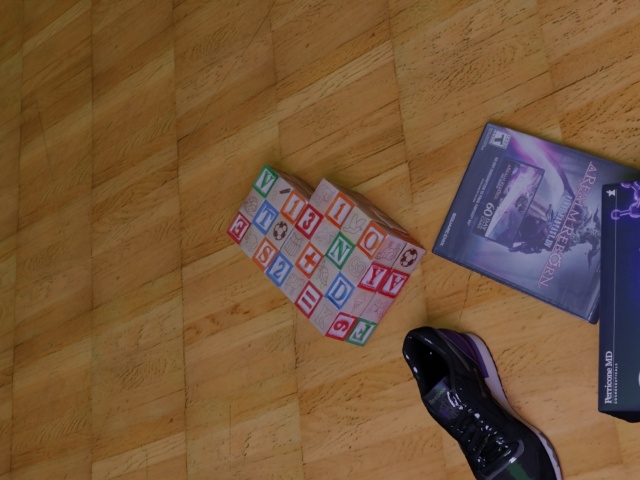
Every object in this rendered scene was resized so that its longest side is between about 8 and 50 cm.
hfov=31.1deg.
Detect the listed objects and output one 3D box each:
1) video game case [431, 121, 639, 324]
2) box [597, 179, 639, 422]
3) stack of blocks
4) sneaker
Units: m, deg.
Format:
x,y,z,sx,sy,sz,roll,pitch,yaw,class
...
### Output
x,y,z,sx,sy,sz,roll,pitch,yaw,class
0.281,-0.030,1.487,0.274,0.026,0.196,26,94,47,video game case
0.408,0.065,1.261,0.184,0.103,0.261,-8,71,38,box
0.000,0.000,1.703,0.297,0.087,0.171,43,106,44,stack of blocks
0.182,0.225,1.418,0.107,0.124,0.283,-48,48,21,sneaker
